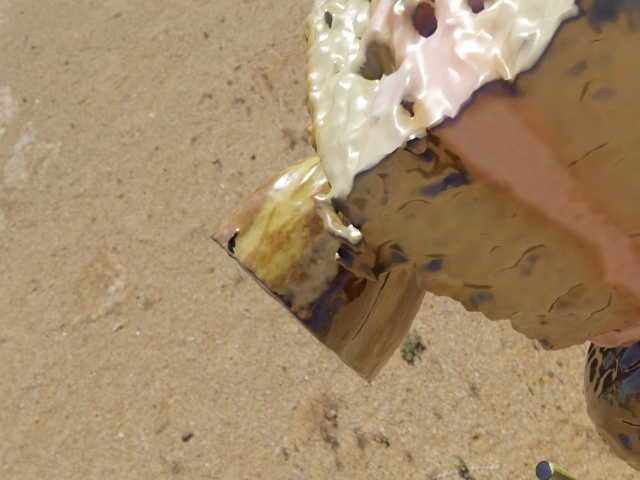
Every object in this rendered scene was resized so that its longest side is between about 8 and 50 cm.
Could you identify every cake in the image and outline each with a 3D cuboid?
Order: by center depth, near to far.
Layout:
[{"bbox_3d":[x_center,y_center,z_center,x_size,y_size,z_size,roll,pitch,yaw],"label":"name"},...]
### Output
[{"bbox_3d":[0.178,-0.130,0.451,0.307,0.293,0.314,-41,38,29],"label":"cake"}]

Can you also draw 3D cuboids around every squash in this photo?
[{"bbox_3d":[0.315,0.313,0.906,0.027,0.083,0.027,-34,39,33],"label":"squash"}]

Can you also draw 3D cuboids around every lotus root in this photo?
[{"bbox_3d":[0.000,0.000,0.919,0.316,0.316,0.250,32,87,45],"label":"lotus root"}]

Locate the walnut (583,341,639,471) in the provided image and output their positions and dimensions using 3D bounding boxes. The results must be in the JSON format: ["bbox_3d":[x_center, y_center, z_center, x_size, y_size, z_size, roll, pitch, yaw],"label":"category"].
[{"bbox_3d":[0.344,0.108,0.598,0.228,0.228,0.228,-17,46,18],"label":"walnut"}]
